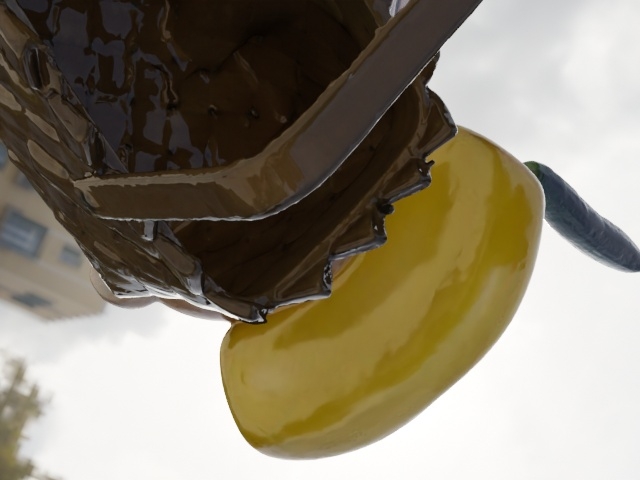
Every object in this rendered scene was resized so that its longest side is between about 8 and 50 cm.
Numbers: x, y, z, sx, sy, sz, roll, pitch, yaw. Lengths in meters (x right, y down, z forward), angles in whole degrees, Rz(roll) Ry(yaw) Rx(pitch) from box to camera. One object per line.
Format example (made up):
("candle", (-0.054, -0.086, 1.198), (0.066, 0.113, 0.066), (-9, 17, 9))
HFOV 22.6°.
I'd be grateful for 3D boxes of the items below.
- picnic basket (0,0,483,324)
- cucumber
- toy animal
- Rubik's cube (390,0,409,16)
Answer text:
("picnic basket", (-0.048, -0.111, 0.916), (0.254, 0.291, 0.321), (-47, -152, -26))
("cucumber", (0.308, -0.020, 1.890), (0.056, 0.284, 0.056), (-21, -126, 31))
("toy animal", (-0.010, 0.020, 1.265), (0.247, 0.345, 0.278), (-85, -170, -85))
("Rubik's cube", (-0.005, -0.355, 1.627), (0.238, 0.236, 0.237), (-43, 147, -50))
